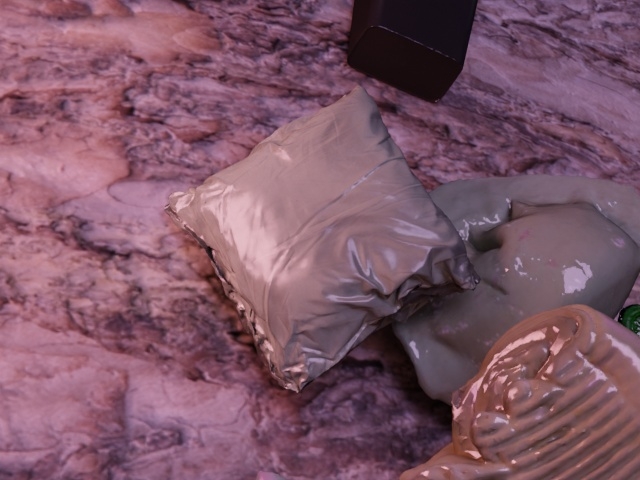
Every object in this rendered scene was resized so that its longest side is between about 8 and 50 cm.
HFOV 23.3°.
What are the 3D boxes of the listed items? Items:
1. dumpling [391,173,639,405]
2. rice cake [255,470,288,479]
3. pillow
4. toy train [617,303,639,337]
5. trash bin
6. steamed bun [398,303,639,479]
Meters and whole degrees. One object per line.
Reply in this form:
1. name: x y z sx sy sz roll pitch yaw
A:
1. dumpling: 0.238 0.061 1.871 0.270 0.211 0.321 12 25 32
2. rice cake: -0.008 0.351 1.600 0.189 0.037 0.198 29 45 -7
3. pillow: 0.000 0.000 1.792 0.283 0.138 0.310 -28 64 -5
4. toy train: 0.393 0.203 1.880 0.202 0.145 0.266 36 45 -3
5. trash bin: 0.131 -0.323 2.197 0.165 0.115 0.225 23 50 -13
6. steamed bun: 0.266 0.273 1.661 0.352 0.339 0.247 50 3 10
